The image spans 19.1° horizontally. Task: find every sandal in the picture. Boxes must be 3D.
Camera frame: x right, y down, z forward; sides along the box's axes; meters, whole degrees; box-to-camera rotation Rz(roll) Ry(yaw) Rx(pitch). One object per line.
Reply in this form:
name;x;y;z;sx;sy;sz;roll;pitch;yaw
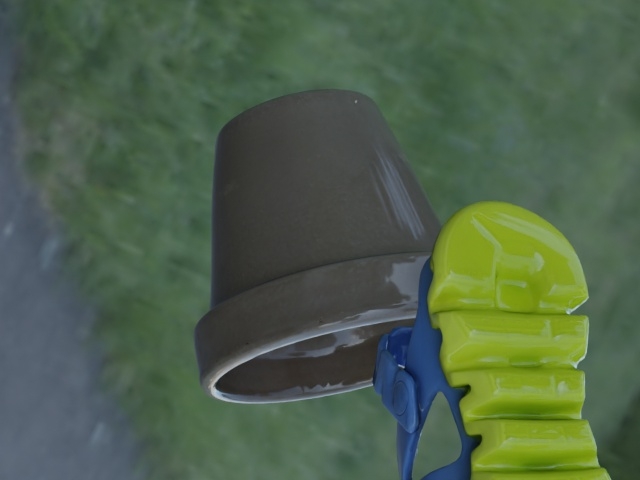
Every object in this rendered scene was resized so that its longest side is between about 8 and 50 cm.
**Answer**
sandal;0.096;0.145;1.092;0.138;0.126;0.317;141;-46;-56

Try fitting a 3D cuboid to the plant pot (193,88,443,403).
plant pot;0.000;0.000;1.665;0.263;0.263;0.229;64;11;-73
